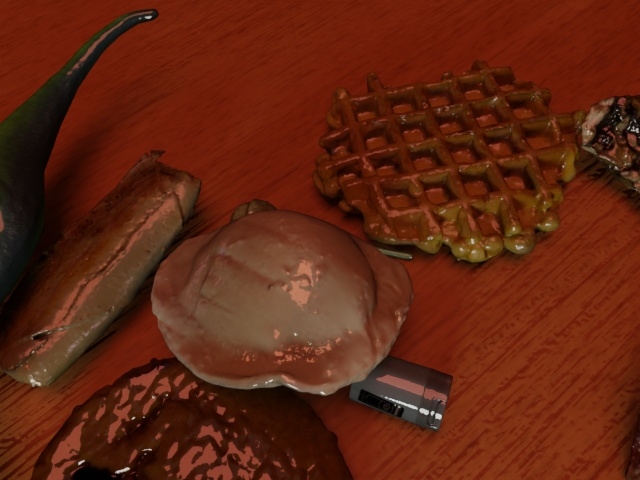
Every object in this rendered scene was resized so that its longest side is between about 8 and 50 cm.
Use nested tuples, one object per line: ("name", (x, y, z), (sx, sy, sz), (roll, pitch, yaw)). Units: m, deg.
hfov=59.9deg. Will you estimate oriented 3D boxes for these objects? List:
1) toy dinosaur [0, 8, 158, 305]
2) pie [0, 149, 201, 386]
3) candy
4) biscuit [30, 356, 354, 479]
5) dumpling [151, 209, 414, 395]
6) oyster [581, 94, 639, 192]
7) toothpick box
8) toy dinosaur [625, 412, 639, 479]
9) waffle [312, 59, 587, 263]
("toy dinosaur", (-0.286, -0.027, 0.529), (0.500, 0.144, 0.374), (-44, 56, -6))
("pie", (-0.232, 0.020, 0.586), (0.128, 0.068, 0.282), (22, 70, 35))
("candy", (0.000, 0.000, 0.600), (0.202, 0.061, 0.061), (12, 61, 2))
("biscuit", (-0.111, 0.230, 0.455), (0.295, 0.075, 0.296), (-2, 60, 4))
("dumpling", (-0.046, 0.058, 0.504), (0.252, 0.131, 0.179), (11, 48, 10))
("oyster", (0.419, -0.109, 0.605), (0.223, 0.083, 0.214), (-38, 66, -23))
("toothpick box", (0.073, 0.135, 0.506), (0.083, 0.052, 0.052), (15, 62, 15))
("toy dinosaur", (0.409, 0.079, 0.481), (0.206, 0.113, 0.327), (-2, 28, 47))
("waffle", (0.145, -0.108, 0.638), (0.300, 0.058, 0.282), (9, 60, 10))
